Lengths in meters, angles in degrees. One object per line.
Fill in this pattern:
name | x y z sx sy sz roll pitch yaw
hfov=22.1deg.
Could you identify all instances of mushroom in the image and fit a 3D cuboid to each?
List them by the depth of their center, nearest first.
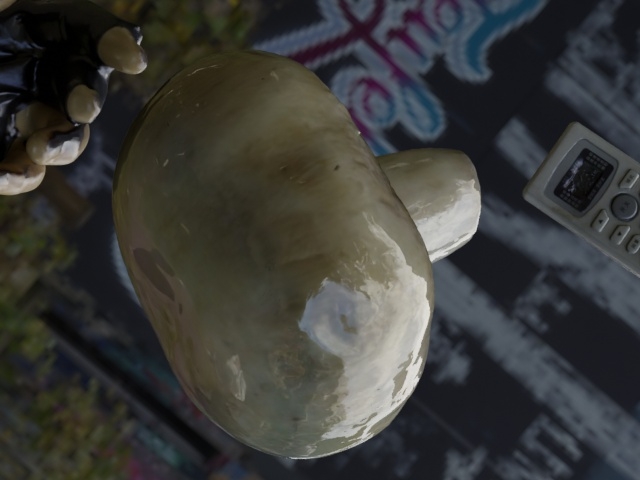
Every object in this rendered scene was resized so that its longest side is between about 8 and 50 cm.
mushroom | 0.000 0.000 1.048 0.234 0.260 0.254 -23 -150 -19

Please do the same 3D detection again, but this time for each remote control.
remote control | 0.283 -0.023 1.489 0.087 0.190 0.029 -54 172 -4

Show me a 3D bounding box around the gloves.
gloves | -0.253 -0.130 1.277 0.301 0.197 0.152 9 -142 43
